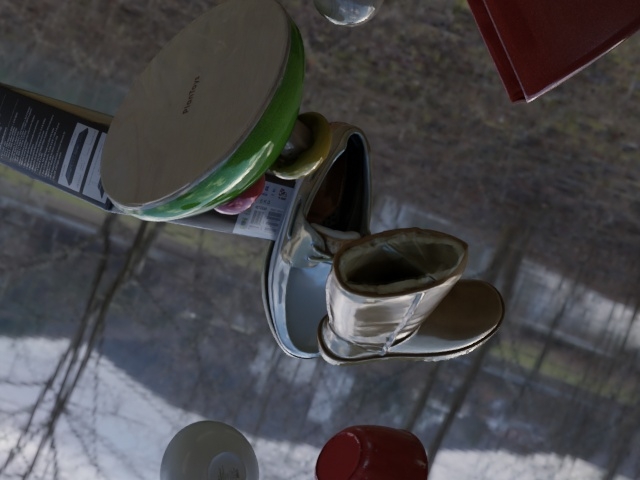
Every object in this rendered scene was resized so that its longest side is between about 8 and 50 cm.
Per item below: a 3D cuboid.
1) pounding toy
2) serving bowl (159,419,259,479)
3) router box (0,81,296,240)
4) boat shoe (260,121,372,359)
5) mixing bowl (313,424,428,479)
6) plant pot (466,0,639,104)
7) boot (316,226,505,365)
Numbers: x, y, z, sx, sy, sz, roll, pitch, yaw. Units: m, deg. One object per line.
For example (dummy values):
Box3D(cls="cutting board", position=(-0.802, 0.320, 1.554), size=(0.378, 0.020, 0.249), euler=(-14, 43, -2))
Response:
Box3D(cls="pounding toy", position=(-0.045, -0.095, 0.813), size=(0.110, 0.237, 0.183), euler=(40, 169, -36))
Box3D(cls="serving bowl", position=(-0.077, 0.175, 0.828), size=(0.083, 0.083, 0.027), euler=(22, 156, -34))
Box3D(cls="router box", position=(-0.210, -0.087, 1.242), size=(0.242, 0.081, 0.308), euler=(22, -175, 30))
Box3D(cls="boat shoe", position=(0.000, 0.000, 1.388), size=(0.113, 0.303, 0.103), euler=(7, 177, -24))
Box3D(cls="mixing bowl", position=(0.057, 0.339, 1.622), size=(0.098, 0.181, 0.181), euler=(38, 168, -34))
Box3D(cls="plant pot", position=(0.316, -0.351, 1.463), size=(0.235, 0.267, 0.267), euler=(-25, -176, 7))
Box3D(cls="boot", position=(0.112, 0.059, 1.161), size=(0.236, 0.089, 0.269), euler=(-15, 161, -12))
